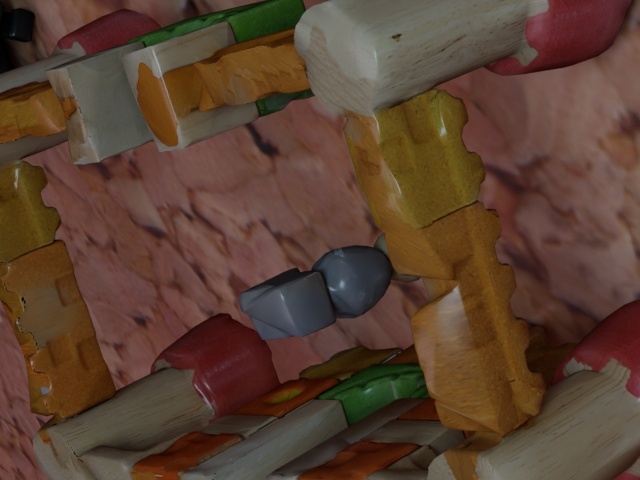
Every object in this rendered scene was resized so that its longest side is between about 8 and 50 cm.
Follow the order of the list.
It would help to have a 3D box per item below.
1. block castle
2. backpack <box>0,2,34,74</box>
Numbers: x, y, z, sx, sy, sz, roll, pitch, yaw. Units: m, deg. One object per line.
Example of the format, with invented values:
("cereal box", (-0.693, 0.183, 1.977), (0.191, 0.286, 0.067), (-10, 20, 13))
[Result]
("block castle", (0.000, 0.000, 0.988), (0.453, 0.213, 0.303), (-5, 106, 51))
("backpack", (-0.388, -0.132, 1.400), (0.263, 0.276, 0.213), (48, 165, 18))
